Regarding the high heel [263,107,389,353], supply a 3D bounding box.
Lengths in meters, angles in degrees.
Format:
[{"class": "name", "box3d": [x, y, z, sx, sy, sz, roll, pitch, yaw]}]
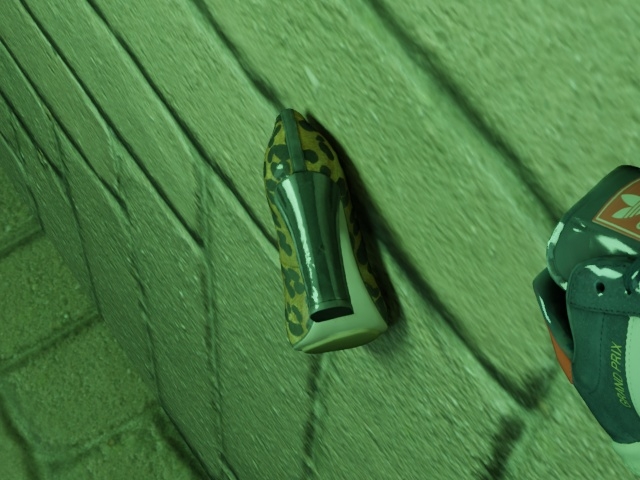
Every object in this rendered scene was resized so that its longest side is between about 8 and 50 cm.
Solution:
[{"class": "high heel", "box3d": [0.000, 0.000, 1.127, 0.261, 0.093, 0.186, 81, 177, -74]}]

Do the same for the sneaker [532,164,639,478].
[{"class": "sneaker", "box3d": [0.183, 0.020, 0.548, 0.148, 0.131, 0.350, 53, 161, 6]}]
